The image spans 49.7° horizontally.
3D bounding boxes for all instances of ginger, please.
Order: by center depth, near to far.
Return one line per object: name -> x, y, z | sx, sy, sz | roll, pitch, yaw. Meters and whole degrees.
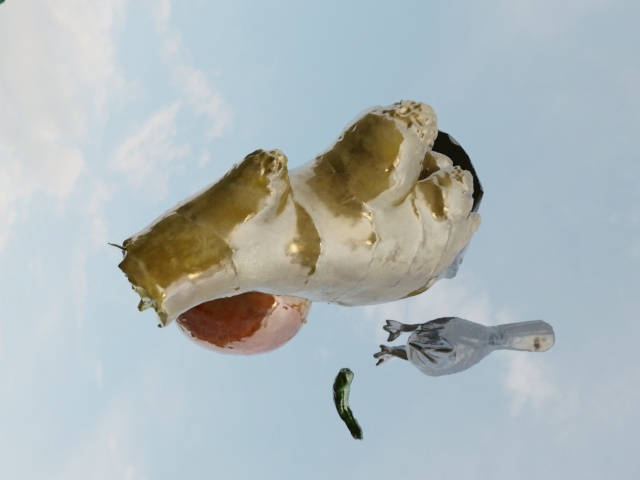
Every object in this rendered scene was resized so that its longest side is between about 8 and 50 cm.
ginger -> 0.017, -0.012, 0.637 | 0.236, 0.375, 0.166 | -34, -102, 31

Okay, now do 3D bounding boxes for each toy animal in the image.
toy animal -> 0.179, 0.150, 0.994 | 0.206, 0.367, 0.081 | -5, -96, 37

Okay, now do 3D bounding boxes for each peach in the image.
peach -> -0.119, 0.052, 0.935 | 0.232, 0.232, 0.232 | -2, -93, 45

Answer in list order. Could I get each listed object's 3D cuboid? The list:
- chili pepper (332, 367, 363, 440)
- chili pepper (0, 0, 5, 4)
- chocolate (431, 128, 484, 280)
chili pepper -> 0.038, 0.266, 1.118 | 0.055, 0.035, 0.118 | -20, -102, 61
chili pepper -> -0.255, -0.188, 0.485 | 0.098, 0.224, 0.061 | 27, -36, 33
chocolate -> 0.149, -0.035, 1.161 | 0.284, 0.186, 0.283 | -12, -119, 23
